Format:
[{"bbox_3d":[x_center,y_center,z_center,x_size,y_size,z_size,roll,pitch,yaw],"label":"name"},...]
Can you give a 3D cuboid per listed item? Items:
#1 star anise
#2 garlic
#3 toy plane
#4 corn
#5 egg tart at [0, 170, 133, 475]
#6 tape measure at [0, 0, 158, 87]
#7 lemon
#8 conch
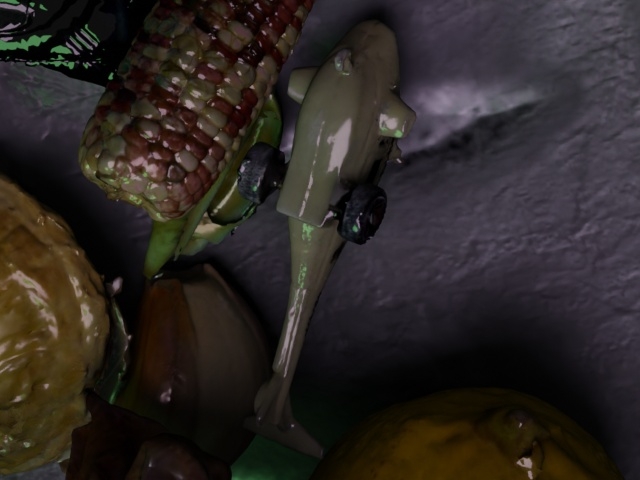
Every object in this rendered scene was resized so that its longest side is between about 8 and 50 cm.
[{"bbox_3d":[-0.067,0.243,1.227,0.315,0.108,0.315,34,139,36],"label":"star anise"},{"bbox_3d":[-0.109,0.123,1.358,0.128,0.115,0.207,30,123,-18],"label":"garlic"},{"bbox_3d":[0.000,0.000,1.251,0.092,0.108,0.286,20,102,22],"label":"toy plane"},{"bbox_3d":[-0.053,-0.130,1.166,0.086,0.086,0.253,30,84,-11],"label":"corn"},{"bbox_3d":[-0.246,0.064,1.322,0.252,0.098,0.232,-10,109,29],"label":"egg tart"},{"bbox_3d":[-0.189,-0.184,1.185,0.199,0.112,0.186,4,120,3],"label":"tape measure"},{"bbox_3d":[0.096,0.226,1.312,0.253,0.253,0.310,17,126,-3],"label":"lemon"},{"bbox_3d":[-0.069,-0.066,1.259,0.095,0.079,0.201,-12,134,-17],"label":"conch"}]
